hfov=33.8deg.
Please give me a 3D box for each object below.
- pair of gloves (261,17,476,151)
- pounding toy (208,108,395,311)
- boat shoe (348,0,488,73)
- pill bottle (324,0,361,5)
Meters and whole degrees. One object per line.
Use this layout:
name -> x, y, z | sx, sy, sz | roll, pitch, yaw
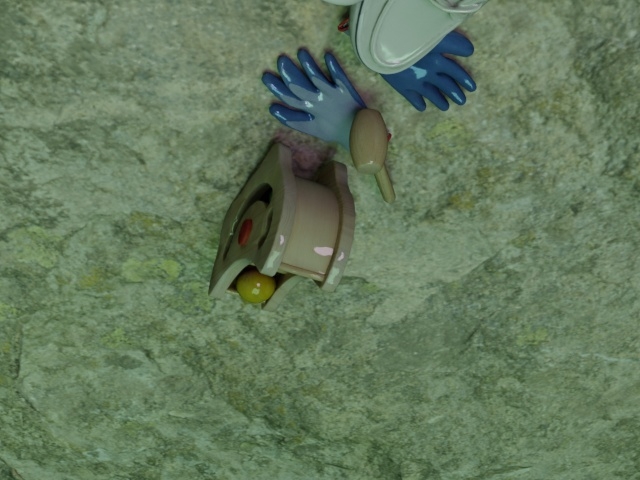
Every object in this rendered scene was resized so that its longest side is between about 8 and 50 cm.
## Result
pair of gloves -> 0.050, -0.153, 1.015 | 0.198, 0.023, 0.159 | -30, 134, 31
pounding toy -> 0.000, 0.000, 1.075 | 0.155, 0.154, 0.269 | 16, 145, -19
boat shoe -> 0.114, -0.228, 0.857 | 0.096, 0.088, 0.267 | 25, 127, -27
pill bottle -> 0.054, -0.284, 0.783 | 0.118, 0.117, 0.208 | 26, 133, -29
